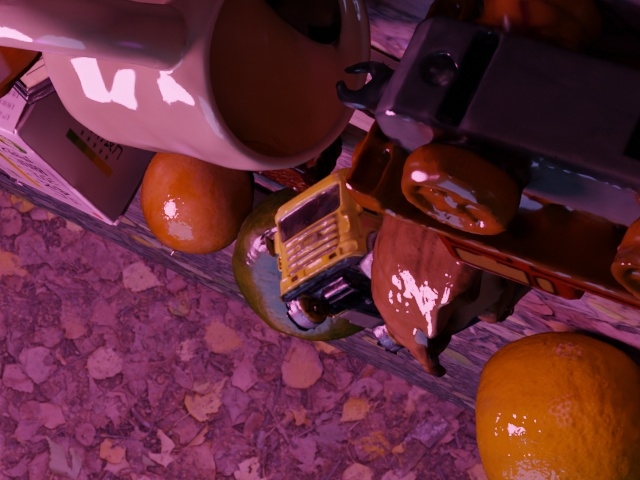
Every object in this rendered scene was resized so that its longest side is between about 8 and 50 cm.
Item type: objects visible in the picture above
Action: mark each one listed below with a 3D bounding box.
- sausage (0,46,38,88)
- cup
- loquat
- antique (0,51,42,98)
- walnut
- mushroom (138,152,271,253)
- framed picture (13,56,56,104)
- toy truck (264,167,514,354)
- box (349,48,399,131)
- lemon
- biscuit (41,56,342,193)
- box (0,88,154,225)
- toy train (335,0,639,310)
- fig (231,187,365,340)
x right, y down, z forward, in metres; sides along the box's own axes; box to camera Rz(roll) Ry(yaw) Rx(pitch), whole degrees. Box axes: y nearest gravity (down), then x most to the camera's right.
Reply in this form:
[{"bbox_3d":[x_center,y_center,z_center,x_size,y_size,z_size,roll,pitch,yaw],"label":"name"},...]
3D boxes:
[{"bbox_3d":[-0.320,-0.230,1.013,0.233,0.233,0.287,25,169,6],"label":"sausage"},{"bbox_3d":[-0.118,-0.129,1.010,0.202,0.255,0.173,15,124,42],"label":"cup"},{"bbox_3d":[-0.150,-0.054,1.717,0.137,0.163,0.163,1,-174,-34],"label":"loquat"},{"bbox_3d":[-0.359,-0.233,1.269,0.278,0.129,0.223,16,144,26],"label":"antique"},{"bbox_3d":[0.118,0.008,1.252,0.141,0.204,0.238,35,174,20],"label":"walnut"},{"bbox_3d":[-0.131,-0.046,1.893,0.351,0.097,0.109,30,168,3],"label":"mushroom"},{"bbox_3d":[-0.300,-0.224,1.359,0.195,0.010,0.199,48,145,-20],"label":"framed picture"},{"bbox_3d":[0.073,0.015,1.434,0.124,0.157,0.272,-33,146,32],"label":"toy truck"},{"bbox_3d":[0.053,-0.122,1.221,0.090,0.024,0.167,26,170,0],"label":"box"},{"bbox_3d":[0.322,0.230,1.772,0.219,0.240,0.240,-8,153,28],"label":"lemon"},{"bbox_3d":[-0.155,-0.155,1.444,0.388,0.073,0.107,25,171,9],"label":"biscuit"},{"bbox_3d":[-0.335,-0.152,1.695,0.173,0.145,0.333,24,169,19],"label":"box"},{"bbox_3d":[0.180,-0.041,0.909,0.369,0.163,0.231,20,167,26],"label":"toy train"},{"bbox_3d":[0.000,0.000,1.710,0.203,0.203,0.235,28,-150,-9],"label":"fig"}]
